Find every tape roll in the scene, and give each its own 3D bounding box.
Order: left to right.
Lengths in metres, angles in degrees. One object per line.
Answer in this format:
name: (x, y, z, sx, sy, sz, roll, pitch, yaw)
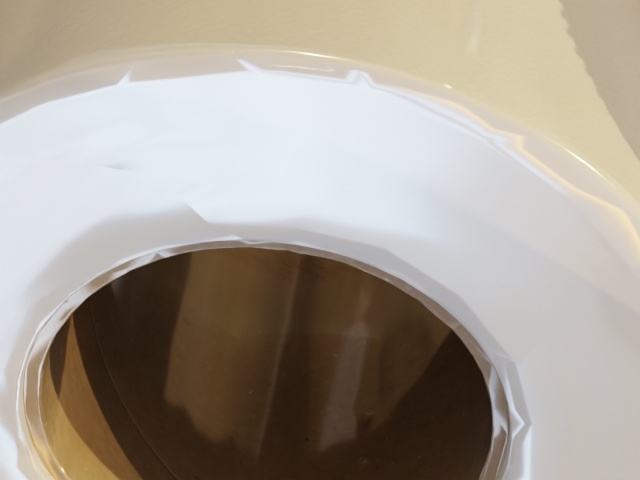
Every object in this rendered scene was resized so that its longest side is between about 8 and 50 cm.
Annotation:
tape roll: (-0.009, 0.001, 0.485, 0.169, 0.246, 0.246, -84, 153, -51)
